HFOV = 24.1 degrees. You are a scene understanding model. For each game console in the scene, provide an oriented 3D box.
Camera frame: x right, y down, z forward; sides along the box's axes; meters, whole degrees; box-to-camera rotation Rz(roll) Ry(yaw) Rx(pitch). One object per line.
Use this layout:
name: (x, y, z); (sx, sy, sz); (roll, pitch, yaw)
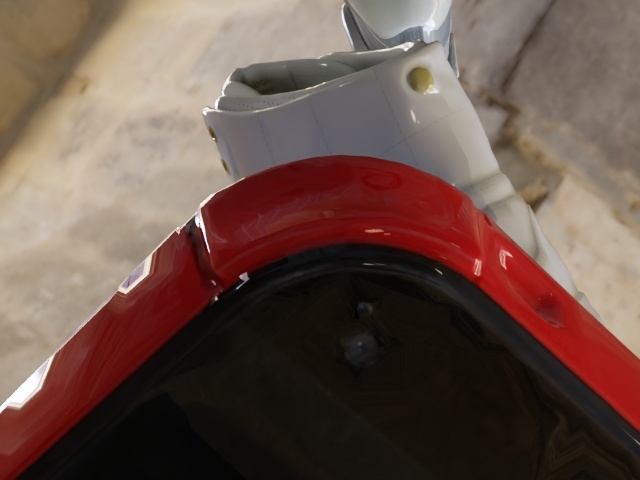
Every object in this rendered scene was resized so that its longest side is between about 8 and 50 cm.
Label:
game console: (0.020, 0.187, 0.548); (0.386, 0.342, 0.060); (41, -164, -22)

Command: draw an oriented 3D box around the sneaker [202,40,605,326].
sneaker: (0.000, 0.000, 0.685); (0.292, 0.108, 0.169); (-24, 93, 59)

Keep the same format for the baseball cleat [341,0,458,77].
baseball cleat: (0.026, -0.142, 0.771); (0.206, 0.072, 0.109); (-95, -2, -53)
